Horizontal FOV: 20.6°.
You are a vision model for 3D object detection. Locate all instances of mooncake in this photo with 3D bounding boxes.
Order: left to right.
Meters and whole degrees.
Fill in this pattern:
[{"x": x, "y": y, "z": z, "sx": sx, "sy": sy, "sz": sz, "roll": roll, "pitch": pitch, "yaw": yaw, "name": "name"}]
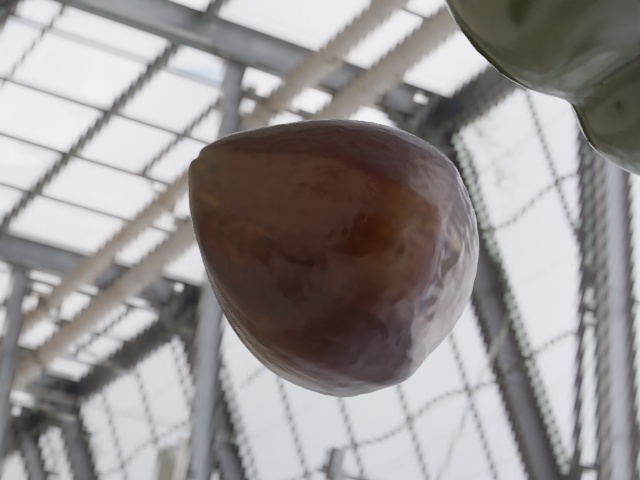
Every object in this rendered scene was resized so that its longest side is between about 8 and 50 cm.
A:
[{"x": 0.147, "y": -0.148, "z": 0.817, "sx": 0.135, "sy": 0.275, "sz": 0.275, "roll": -44, "pitch": -143, "yaw": 29, "name": "mooncake"}]

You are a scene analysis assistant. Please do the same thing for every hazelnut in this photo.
[{"x": 0.000, "y": 0.000, "z": 1.191, "sx": 0.208, "sy": 0.208, "sz": 0.208, "roll": -41, "pitch": -140, "yaw": 48, "name": "hazelnut"}]
